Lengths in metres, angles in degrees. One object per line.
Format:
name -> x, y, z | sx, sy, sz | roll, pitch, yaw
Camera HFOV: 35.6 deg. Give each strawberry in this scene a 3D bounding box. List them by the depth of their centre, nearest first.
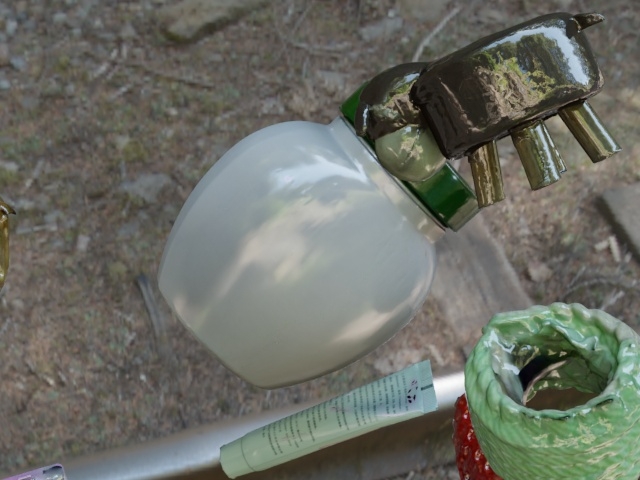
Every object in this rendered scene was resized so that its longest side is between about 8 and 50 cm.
strawberry -> 0.276, 0.328, 1.455 | 0.205, 0.205, 0.244 | -27, 74, -25

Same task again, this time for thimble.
thimble -> 0.271, 0.177, 1.131 | 0.219, 0.150, 0.219 | -12, 36, 9

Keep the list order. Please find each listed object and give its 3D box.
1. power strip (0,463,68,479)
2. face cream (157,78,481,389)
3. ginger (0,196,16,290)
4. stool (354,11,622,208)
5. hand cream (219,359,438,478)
power strip -> -0.432, 0.481, 1.596 | 0.109, 0.279, 0.037 | -16, 25, -10
face cream -> 0.000, 0.000, 1.213 | 0.357, 0.312, 0.219 | -42, 24, 8
ginger -> -0.461, -0.011, 1.027 | 0.254, 0.176, 0.418 | 8, 10, -35
stool -> 0.116, -0.088, 0.722 | 0.125, 0.217, 0.121 | -27, 96, -56
hand cream -> 0.006, 0.252, 1.379 | 0.331, 0.058, 0.085 | -26, 37, 20
